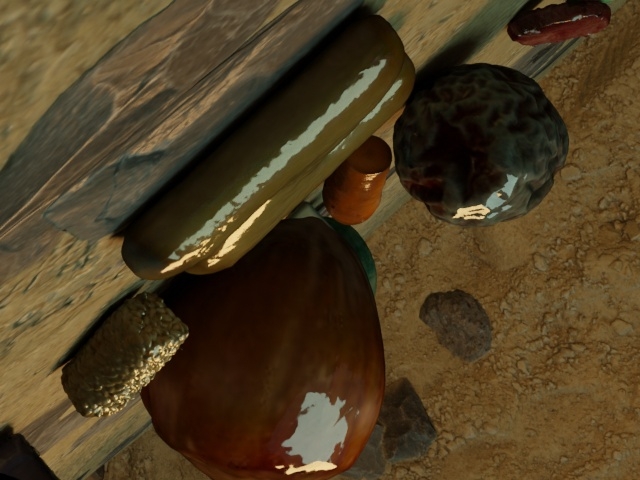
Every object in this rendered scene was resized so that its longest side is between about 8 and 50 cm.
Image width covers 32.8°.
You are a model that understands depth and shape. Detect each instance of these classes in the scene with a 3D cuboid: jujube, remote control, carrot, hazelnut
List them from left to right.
[{"bbox_3d":[-0.066,0.146,1.391,0.372,0.315,0.372,-161,-90,-80],"label":"hazelnut"},{"bbox_3d":[0.000,0.000,1.574,0.053,0.124,0.018,-45,-158,-2],"label":"remote control"},{"bbox_3d":[0.046,-0.076,1.472,0.087,0.087,0.193,-40,170,-13],"label":"carrot"},{"bbox_3d":[0.213,-0.130,1.453,0.226,0.226,0.317,-43,170,23],"label":"jujube"}]

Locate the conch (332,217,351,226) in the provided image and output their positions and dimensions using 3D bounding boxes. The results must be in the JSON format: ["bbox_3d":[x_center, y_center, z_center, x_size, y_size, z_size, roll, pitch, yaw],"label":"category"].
[{"bbox_3d":[-0.005,0.034,1.803,0.207,0.130,0.155,-57,-177,21],"label":"conch"}]

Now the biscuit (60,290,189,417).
[{"bbox_3d":[-0.217,0.128,1.180,0.168,0.082,0.070,-43,173,34],"label":"biscuit"}]

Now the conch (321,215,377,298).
[{"bbox_3d":[-0.005,0.058,1.669,0.196,0.202,0.134,-60,-160,14],"label":"conch"}]

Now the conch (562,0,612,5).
[{"bbox_3d":[0.402,-0.378,1.621,0.105,0.079,0.170,-26,175,-15],"label":"conch"}]

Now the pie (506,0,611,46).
[{"bbox_3d":[0.349,-0.317,1.585,0.154,0.036,0.154,-9,177,-1],"label":"pie"}]

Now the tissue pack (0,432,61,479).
[{"bbox_3d":[-0.472,0.396,1.333,0.343,0.125,0.242,-39,175,-21],"label":"tissue pack"}]

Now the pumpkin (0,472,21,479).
[{"bbox_3d":[-0.369,0.334,0.979,0.315,0.238,0.315,-36,156,-18],"label":"pumpkin"}]

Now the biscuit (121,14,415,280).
[{"bbox_3d":[-0.033,-0.070,0.942,0.290,0.062,0.237,-43,175,6],"label":"biscuit"}]
